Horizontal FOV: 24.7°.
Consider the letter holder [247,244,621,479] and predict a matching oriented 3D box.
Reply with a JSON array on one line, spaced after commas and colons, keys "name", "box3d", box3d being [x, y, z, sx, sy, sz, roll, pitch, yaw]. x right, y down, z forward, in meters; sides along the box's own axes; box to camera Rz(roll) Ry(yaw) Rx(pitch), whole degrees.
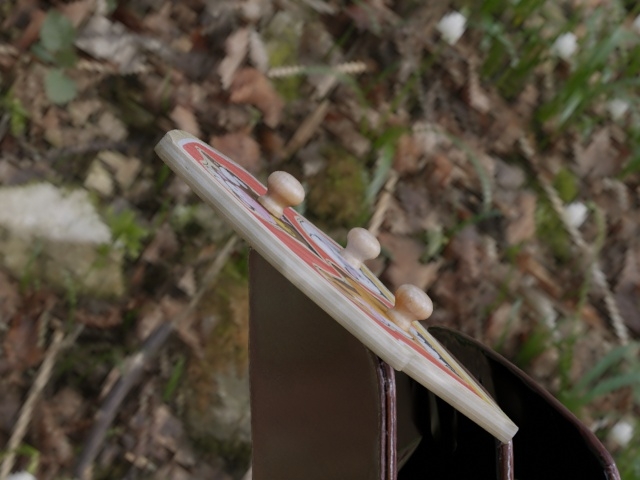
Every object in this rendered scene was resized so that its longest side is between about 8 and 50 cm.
[{"name": "letter holder", "box3d": [0.059, 0.113, 0.940, 0.152, 0.214, 0.302, -7, 14, -15]}]

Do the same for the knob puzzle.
[{"name": "knob puzzle", "box3d": [0.000, 0.000, 0.687, 0.213, 0.030, 0.213, 41, 5, -5]}]
